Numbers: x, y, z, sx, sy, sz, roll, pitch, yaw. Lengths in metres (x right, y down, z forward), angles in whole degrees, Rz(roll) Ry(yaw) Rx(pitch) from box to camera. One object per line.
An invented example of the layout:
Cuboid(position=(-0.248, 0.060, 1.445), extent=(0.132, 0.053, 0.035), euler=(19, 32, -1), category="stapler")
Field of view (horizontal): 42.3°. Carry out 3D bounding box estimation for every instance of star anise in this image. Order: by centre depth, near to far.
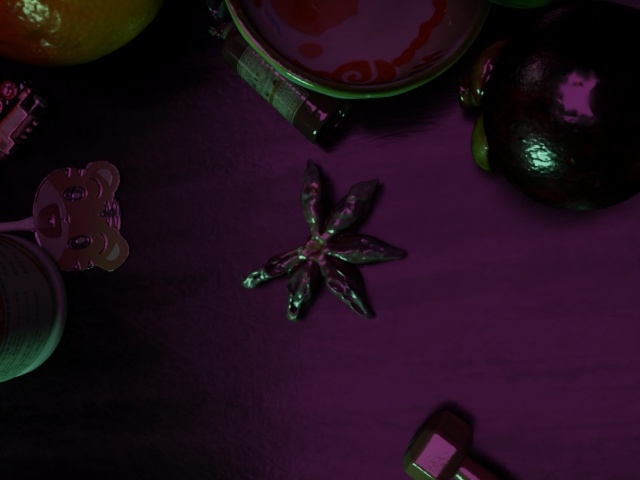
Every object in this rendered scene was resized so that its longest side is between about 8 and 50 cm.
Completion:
Cuboid(position=(0.013, 0.011, 1.019), extent=(0.171, 0.063, 0.208), euler=(31, 94, 11), category="star anise")

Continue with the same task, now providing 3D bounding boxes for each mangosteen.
Cuboid(position=(0.260, -0.148, 0.901), extent=(0.265, 0.228, 0.228), euler=(18, 92, 43), category="mangosteen")

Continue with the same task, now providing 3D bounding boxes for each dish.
Cuboid(position=(0.035, -0.311, 0.985), extent=(0.324, 0.124, 0.324), euler=(1, 82, -8), category="dish")

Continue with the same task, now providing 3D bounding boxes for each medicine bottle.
Cuboid(position=(-0.468, 0.090, 0.989), extent=(0.202, 0.316, 0.202), euler=(0, 91, 13), category="medicine bottle")

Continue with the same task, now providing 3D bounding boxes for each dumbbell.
Cuboid(position=(0.205, 0.293, 0.953), extent=(0.231, 0.092, 0.082), euler=(36, 123, 12), category="dumbbell")

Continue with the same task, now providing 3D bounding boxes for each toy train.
Cuboid(position=(-0.468, -0.120, 1.139), extent=(0.085, 0.053, 0.250), euler=(42, 96, 3), category="toy train")

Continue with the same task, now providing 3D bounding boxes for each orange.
Cuboid(position=(-0.330, -0.366, 0.994), extent=(0.312, 0.312, 0.312), euler=(-1, 87, 12), category="orange")

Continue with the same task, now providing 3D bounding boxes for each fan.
Cuboid(position=(-0.371, -0.024, 1.133), extent=(0.226, 0.008, 0.153), euler=(-7, 88, 12), category="fan")

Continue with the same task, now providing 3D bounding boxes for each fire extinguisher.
Cuboid(position=(-0.063, -0.226, 1.030), extent=(0.071, 0.099, 0.231), euler=(-42, 80, -19), category="fire extinguisher")

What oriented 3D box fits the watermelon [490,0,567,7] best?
Cuboid(position=(0.211, -0.357, 0.832), extent=(0.242, 0.242, 0.242), euler=(-1, 87, 12), category="watermelon")
